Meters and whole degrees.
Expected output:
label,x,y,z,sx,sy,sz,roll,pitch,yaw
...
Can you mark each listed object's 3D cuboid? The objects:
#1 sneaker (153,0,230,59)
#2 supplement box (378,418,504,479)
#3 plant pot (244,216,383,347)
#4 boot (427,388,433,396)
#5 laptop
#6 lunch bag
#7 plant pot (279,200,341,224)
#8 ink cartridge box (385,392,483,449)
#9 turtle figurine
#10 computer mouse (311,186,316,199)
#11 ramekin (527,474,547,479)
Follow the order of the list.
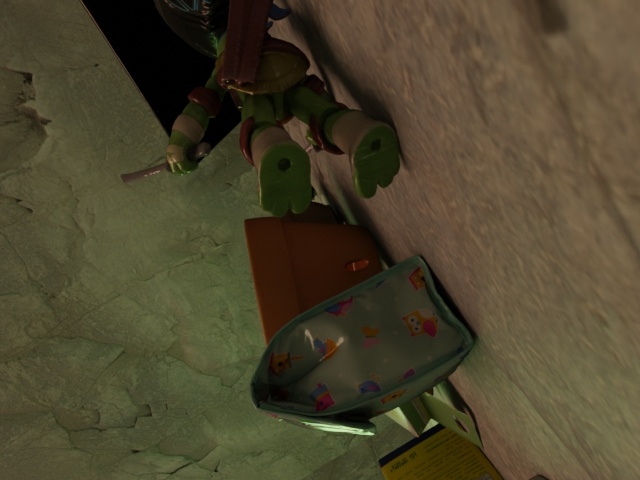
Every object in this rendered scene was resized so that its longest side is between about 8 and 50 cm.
label,x,y,z,sx,sy,sz,roll,pitch,yaw
sneaker,-0.153,-0.330,0.667,0.140,0.125,0.341,54,177,20
supplement box,0.283,0.548,0.989,0.195,0.194,0.356,62,176,-21
plant pot,-0.006,0.088,0.896,0.291,0.203,0.291,168,90,-84
boot,0.173,0.250,1.045,0.236,0.089,0.269,54,172,4
laptop,-0.291,-0.426,1.044,0.236,0.408,0.382,11,143,38
lunch bag,0.047,0.163,0.677,0.160,0.262,0.223,59,175,22
plant pot,0.000,0.000,1.128,0.237,0.109,0.237,61,-174,-12
ink cartridge box,0.180,0.323,0.989,0.235,0.056,0.171,26,157,40
turtle figurine,-0.051,-0.099,0.560,0.197,0.275,0.266,18,-158,-39
computer mouse,-0.101,-0.226,1.330,0.262,0.060,0.184,49,180,-35
ramekin,0.274,0.398,0.606,0.207,0.109,0.207,60,177,5
